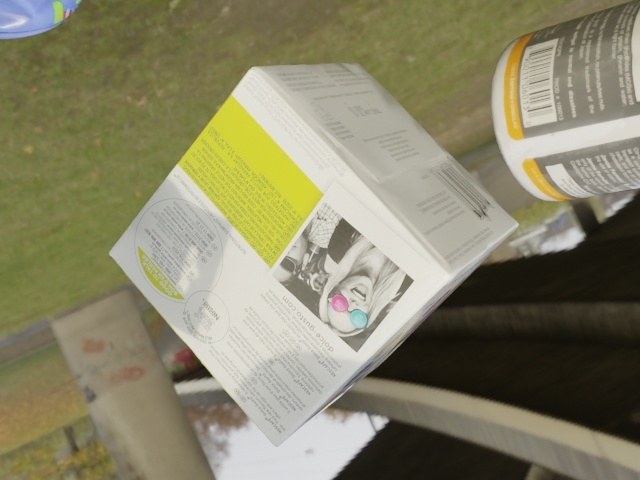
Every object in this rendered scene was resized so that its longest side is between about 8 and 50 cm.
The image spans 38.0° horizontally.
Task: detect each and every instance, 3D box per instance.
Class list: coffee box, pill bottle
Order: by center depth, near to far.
[{"bbox_3d":[0.298,-0.129,0.782,0.279,0.162,0.162,-9,-170,43],"label":"pill bottle"},{"bbox_3d":[0.000,0.000,1.239,0.334,0.338,0.338,-48,168,25],"label":"coffee box"}]

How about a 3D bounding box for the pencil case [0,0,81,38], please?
[{"bbox_3d":[-0.227,-0.292,0.659,0.133,0.119,0.306,5,136,-8],"label":"pencil case"}]
